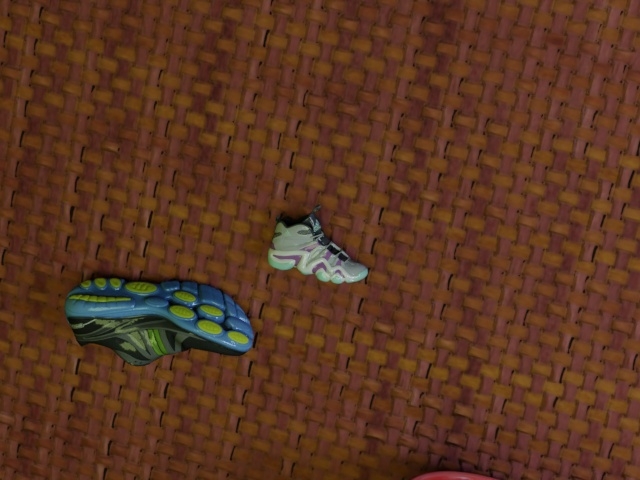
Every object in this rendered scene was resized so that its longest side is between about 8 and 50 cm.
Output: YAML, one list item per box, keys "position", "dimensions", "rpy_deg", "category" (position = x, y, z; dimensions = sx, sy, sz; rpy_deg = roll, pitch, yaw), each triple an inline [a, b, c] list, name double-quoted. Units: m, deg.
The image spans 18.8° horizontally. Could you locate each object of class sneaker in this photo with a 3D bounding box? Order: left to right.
- position: [-0.156, 0.084, 1.887]
  dimensions: [0.188, 0.067, 0.078]
  rpy_deg: [6, 129, 9]
  category: "sneaker"
- position: [0.000, 0.000, 1.832]
  dimensions: [0.098, 0.038, 0.069]
  rpy_deg: [11, 110, 8]
  category: "sneaker"

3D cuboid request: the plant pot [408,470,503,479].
- position: [0.148, 0.384, 1.784]
  dimensions: [0.275, 0.275, 0.243]
  rpy_deg: [24, 107, 4]
  category: "plant pot"
